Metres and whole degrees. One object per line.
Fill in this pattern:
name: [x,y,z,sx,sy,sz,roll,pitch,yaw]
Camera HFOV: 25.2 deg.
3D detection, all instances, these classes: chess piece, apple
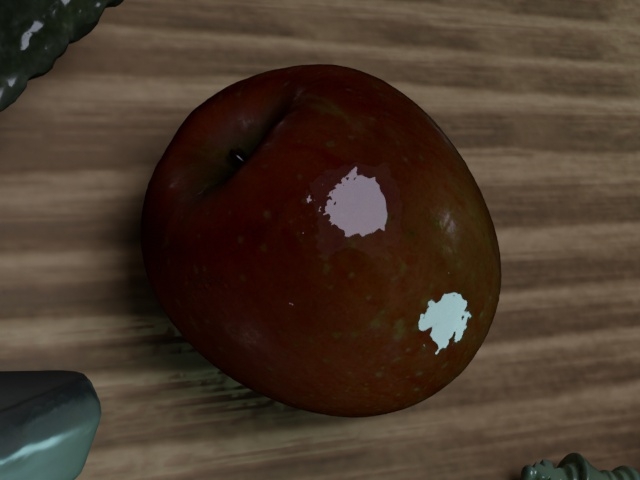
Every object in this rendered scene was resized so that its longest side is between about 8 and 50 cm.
chess piece: [0.188,0.161,0.882,0.149,0.059,0.059,16,62,-21]
apple: [0.000,0.000,0.756,0.168,0.181,0.181,47,48,-39]

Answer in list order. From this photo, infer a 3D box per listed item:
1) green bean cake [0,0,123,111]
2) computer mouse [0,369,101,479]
green bean cake: [-0.205,-0.151,0.709,0.183,0.094,0.185,55,52,-26]
computer mouse: [-0.241,0.102,0.535,0.331,0.197,0.095,-20,96,-41]
